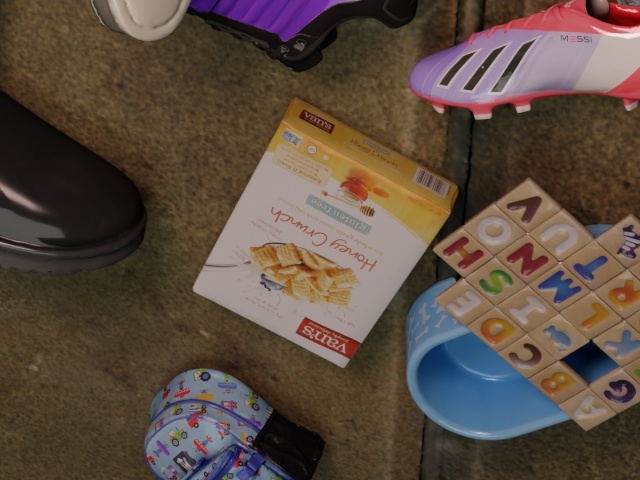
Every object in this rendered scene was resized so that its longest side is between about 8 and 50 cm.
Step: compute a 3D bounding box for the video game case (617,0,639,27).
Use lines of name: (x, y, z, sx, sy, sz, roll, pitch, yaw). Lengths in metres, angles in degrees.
video game case: (0.322, -0.219, 1.106, 0.212, 0.023, 0.193, -16, 120, 28)

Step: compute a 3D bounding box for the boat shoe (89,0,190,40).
boat shoe: (-0.156, -0.300, 1.097, 0.091, 0.109, 0.305, 1, 97, 39)

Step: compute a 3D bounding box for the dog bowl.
dog bowl: (0.206, 0.096, 1.363, 0.297, 0.074, 0.166, -23, 117, 33)

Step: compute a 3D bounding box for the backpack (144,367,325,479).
backpack: (-0.108, 0.225, 1.548, 0.173, 0.117, 0.158, 41, 128, -11)

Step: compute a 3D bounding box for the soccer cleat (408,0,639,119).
soccer cleat: (0.182, -0.152, 1.163, 0.248, 0.083, 0.095, 3, 116, 32)

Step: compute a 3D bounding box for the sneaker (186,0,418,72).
sneaker: (-0.055, -0.200, 1.199, 0.293, 0.102, 0.146, -3, 127, 21)

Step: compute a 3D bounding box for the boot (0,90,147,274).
boot: (-0.307, -0.207, 1.268, 0.367, 0.146, 0.445, 16, 126, 4)

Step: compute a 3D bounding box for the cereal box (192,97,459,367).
cereal box: (0.000, 0.000, 1.374, 0.173, 0.047, 0.240, 27, 131, -3)

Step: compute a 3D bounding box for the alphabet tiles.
alphabet tiles: (0.221, 0.052, 1.269, 0.237, 0.009, 0.198, 40, 129, -14)
